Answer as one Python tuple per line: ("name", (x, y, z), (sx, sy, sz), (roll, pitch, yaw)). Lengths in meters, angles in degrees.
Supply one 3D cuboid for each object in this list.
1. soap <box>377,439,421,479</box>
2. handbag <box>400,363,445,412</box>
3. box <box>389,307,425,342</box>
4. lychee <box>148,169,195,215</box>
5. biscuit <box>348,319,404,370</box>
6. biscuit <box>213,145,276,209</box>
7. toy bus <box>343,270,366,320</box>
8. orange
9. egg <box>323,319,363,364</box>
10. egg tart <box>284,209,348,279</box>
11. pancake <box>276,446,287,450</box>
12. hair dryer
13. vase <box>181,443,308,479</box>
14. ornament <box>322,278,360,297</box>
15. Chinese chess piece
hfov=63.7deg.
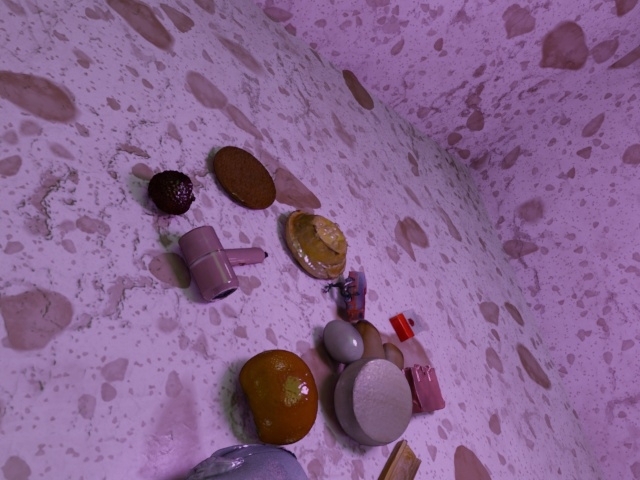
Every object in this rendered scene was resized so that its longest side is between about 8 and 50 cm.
("soap", (0.223, 0.694, 1.502), (0.092, 0.037, 0.252), (54, 32, 3))
("handbag", (0.355, 0.511, 1.781), (0.212, 0.059, 0.158), (21, 54, -54))
("box", (0.338, 0.328, 2.005), (0.152, 0.048, 0.100), (-9, 65, -53))
("lychee", (-0.407, -0.135, 1.413), (0.129, 0.123, 0.123), (29, 28, 14))
("biscuit", (0.189, 0.420, 1.703), (0.237, 0.062, 0.291), (44, 34, -17))
("biscuit", (-0.258, -0.211, 1.755), (0.261, 0.037, 0.262), (33, 37, -30))
("toy bus", (0.123, 0.192, 1.807), (0.192, 0.076, 0.065), (-83, 168, -46))
("orange", (-0.098, 0.378, 1.275), (0.179, 0.158, 0.238), (1, 58, -33))
("egg", (0.069, 0.313, 1.596), (0.114, 0.114, 0.152), (2, 39, -52))
("egg tart", (0.000, 0.000, 1.818), (0.290, 0.115, 0.290), (35, 34, -28))
("pancake", (-0.092, 0.562, 1.230), (0.116, 0.022, 0.130), (3, 57, -48))
("hair dryer", (-0.237, 0.060, 1.474), (0.344, 0.106, 0.190), (-5, 63, -61))
("vase", (-0.215, 0.524, 0.908), (0.445, 0.250, 0.250), (1, 58, -51))
("ornament", (0.067, 0.168, 1.764), (0.125, 0.028, 0.074), (-3, 46, -10))
("Chinese chess piece", (0.155, 0.469, 1.508), (0.250, 0.101, 0.251), (14, 66, -33))
